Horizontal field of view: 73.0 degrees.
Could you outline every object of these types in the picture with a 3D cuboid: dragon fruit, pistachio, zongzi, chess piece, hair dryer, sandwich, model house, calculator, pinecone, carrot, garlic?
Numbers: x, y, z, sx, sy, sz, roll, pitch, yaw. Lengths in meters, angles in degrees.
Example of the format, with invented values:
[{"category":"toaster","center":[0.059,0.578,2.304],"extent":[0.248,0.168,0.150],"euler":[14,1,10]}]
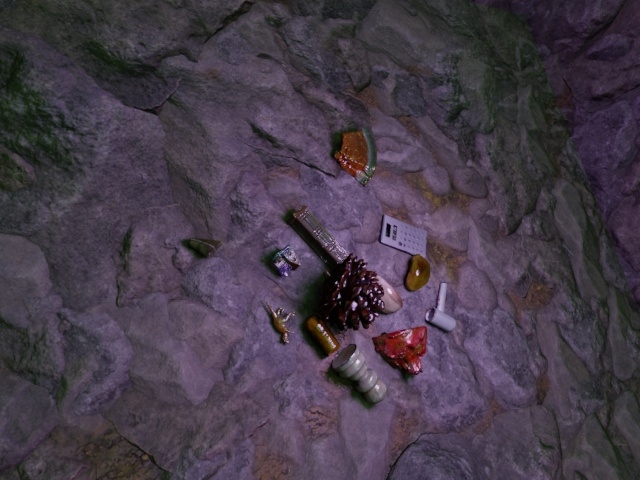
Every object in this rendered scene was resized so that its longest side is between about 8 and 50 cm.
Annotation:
[{"category":"dragon fruit","center":[0.384,0.473,1.847],"extent":[0.262,0.134,0.212],"euler":[-8,78,-28]},{"category":"pistachio","center":[0.462,0.150,2.023],"extent":[0.110,0.100,0.189],"euler":[28,60,-9]},{"category":"zongzi","center":[-0.442,0.005,1.680],"extent":[0.104,0.052,0.113],"euler":[37,46,-2]},{"category":"chess piece","center":[0.171,0.544,1.728],"extent":[0.243,0.133,0.133],"euler":[49,59,-7]},{"category":"hair dryer","center":[0.578,0.304,2.053],"extent":[0.131,0.073,0.236],"euler":[28,52,-15]},{"category":"sandwich","center":[0.178,-0.434,2.103],"extent":[0.212,0.109,0.292],"euler":[21,64,-18]},{"category":"model house","center":[-0.142,0.089,1.765],"extent":[0.100,0.088,0.100],"euler":[-39,89,-28]},{"category":"calculator","center":[0.403,-0.019,2.106],"extent":[0.261,0.021,0.161],"euler":[19,64,-19]},{"category":"pinecone","center":[0.126,0.225,1.728],"extent":[0.296,0.242,0.298],"euler":[45,75,-30]},{"category":"carrot","center":[0.007,0.380,1.730],"extent":[0.082,0.082,0.173],"euler":[-37,86,-31]},{"category":"garlic","center":[0.276,0.230,1.898],"extent":[0.128,0.115,0.207],"euler":[-30,83,-25]}]

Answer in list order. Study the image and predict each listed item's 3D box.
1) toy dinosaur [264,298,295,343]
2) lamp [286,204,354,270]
[{"category":"toy dinosaur","center":[-0.171,0.318,1.694],"extent":[0.162,0.039,0.126],"euler":[26,63,-13]},{"category":"lamp","center":[0.000,0.000,1.867],"extent":[0.325,0.090,0.089],"euler":[48,58,-3]}]
